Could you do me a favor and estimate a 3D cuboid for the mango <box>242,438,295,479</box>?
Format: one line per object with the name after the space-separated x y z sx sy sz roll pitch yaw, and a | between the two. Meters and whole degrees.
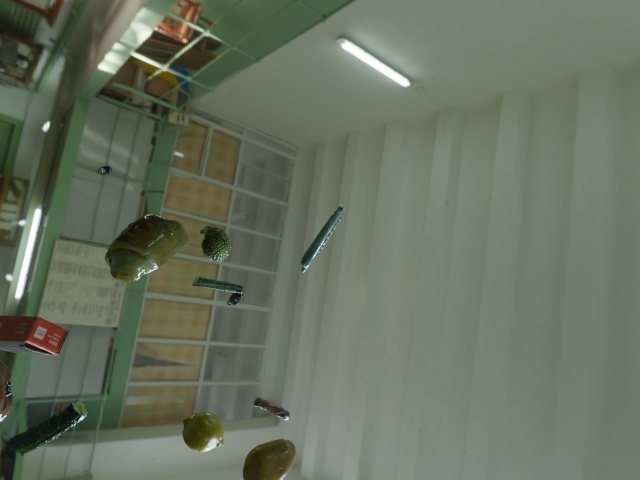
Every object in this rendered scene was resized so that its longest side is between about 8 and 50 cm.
-0.184 0.803 1.564 0.147 0.227 0.109 44 -48 20 | mango

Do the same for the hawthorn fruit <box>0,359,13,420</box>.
-1.343 0.592 1.578 0.285 0.369 0.284 23 -58 41 | hawthorn fruit

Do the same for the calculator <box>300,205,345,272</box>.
0.000 0.000 1.486 0.295 0.042 0.184 -58 178 33 | calculator

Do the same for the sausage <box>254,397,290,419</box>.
-0.174 0.621 1.588 0.042 0.158 0.036 -21 -140 56 | sausage

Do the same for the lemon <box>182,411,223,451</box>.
-0.596 0.973 2.190 0.187 0.244 0.187 -45 -161 21 | lemon

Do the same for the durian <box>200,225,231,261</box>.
-0.556 0.019 2.329 0.146 0.159 0.198 2 -87 48 | durian

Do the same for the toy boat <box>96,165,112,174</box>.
-0.882 -0.284 1.750 0.083 0.038 0.038 -5 -106 26 | toy boat

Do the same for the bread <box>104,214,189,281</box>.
-0.817 0.027 1.943 0.301 0.210 0.341 0 -144 37 | bread

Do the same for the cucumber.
-0.667 0.464 1.063 0.187 0.058 0.058 -30 -131 0 | cucumber

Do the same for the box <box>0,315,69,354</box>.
-0.928 0.303 1.358 0.182 0.133 0.099 -1 -121 15 | box

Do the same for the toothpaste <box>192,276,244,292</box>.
-0.478 0.209 2.019 0.062 0.239 0.039 -77 177 -51 | toothpaste

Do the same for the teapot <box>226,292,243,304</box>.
-0.437 0.302 2.207 0.100 0.045 0.068 -38 -152 18 | teapot
